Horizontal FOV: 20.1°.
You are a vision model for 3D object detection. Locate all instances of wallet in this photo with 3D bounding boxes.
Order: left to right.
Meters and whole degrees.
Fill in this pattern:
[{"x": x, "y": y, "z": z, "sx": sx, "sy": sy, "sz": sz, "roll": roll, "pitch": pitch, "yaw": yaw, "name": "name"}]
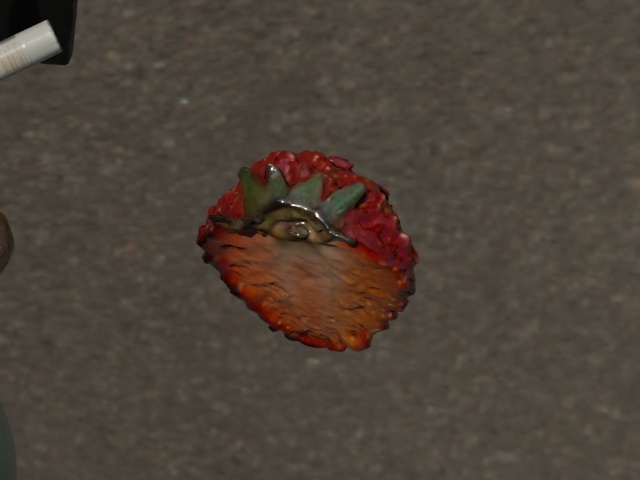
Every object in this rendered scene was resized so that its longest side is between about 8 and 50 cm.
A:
[{"x": -0.328, "y": -0.298, "z": 2.016, "sx": 0.124, "sy": 0.025, "sz": 0.244, "roll": 4, "pitch": 131, "yaw": -11, "name": "wallet"}]

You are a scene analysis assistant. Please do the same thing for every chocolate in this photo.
[{"x": -0.332, "y": 0.008, "z": 1.854, "sx": 0.031, "sy": 0.100, "sz": 0.064, "roll": 9, "pitch": 61, "yaw": -20, "name": "chocolate"}]

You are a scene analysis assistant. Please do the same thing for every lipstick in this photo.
[{"x": -0.351, "y": -0.193, "z": 1.963, "sx": 0.141, "sy": 0.040, "sz": 0.040, "roll": -26, "pitch": 110, "yaw": -4, "name": "lipstick"}]

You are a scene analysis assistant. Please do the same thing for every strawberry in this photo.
[{"x": 0.000, "y": 0.000, "z": 1.556, "sx": 0.236, "sy": 0.190, "sz": 0.111, "roll": 82, "pitch": 22, "yaw": -60, "name": "strawberry"}]

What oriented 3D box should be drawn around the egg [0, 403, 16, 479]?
[{"x": -0.453, "y": 0.255, "z": 1.850, "sx": 0.276, "sy": 0.389, "sz": 0.276, "roll": 2, "pitch": 120, "yaw": 4, "name": "egg"}]
